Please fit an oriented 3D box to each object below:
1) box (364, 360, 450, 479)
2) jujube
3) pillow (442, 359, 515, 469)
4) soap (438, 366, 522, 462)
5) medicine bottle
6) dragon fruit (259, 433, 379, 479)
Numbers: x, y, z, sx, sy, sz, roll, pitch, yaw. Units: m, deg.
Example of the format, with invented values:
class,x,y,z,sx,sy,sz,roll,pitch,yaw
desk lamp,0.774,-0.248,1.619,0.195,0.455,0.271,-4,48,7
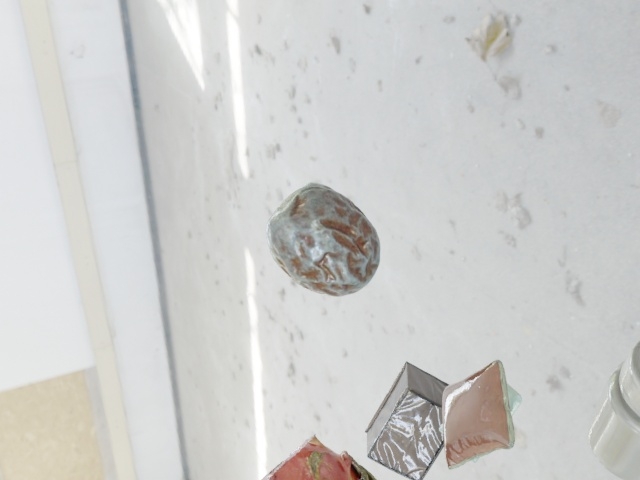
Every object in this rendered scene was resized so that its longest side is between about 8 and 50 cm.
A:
class,x,y,z,sx,sy,sz,roll,pitch,yaw
box,0.255,0.507,1.764,0.252,0.188,0.153,-60,6,14
jujube,0.005,0.001,1.563,0.247,0.308,0.215,-57,34,8
pillow,0.298,0.330,1.198,0.179,0.075,0.172,-47,31,47
soap,0.379,0.414,1.511,0.119,0.066,0.198,40,122,30
medicine bottle,0.714,0.361,1.360,0.208,0.208,0.340,55,162,39
dragon fruit,-0.001,0.576,1.303,0.291,0.269,0.250,53,133,9
